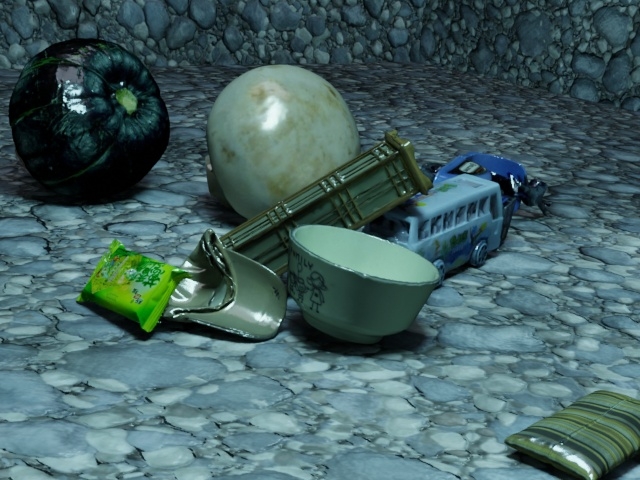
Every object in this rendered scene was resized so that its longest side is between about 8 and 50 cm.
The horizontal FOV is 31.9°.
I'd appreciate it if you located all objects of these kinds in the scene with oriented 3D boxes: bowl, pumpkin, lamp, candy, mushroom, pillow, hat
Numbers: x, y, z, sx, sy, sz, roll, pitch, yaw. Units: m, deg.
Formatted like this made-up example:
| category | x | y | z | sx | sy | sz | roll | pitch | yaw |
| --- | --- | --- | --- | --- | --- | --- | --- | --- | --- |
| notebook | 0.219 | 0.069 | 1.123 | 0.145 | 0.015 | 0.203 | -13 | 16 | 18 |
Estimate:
| category | x | y | z | sx | sy | sz | roll | pitch | yaw |
| --- | --- | --- | --- | --- | --- | --- | --- | --- | --- |
| bowl | 0.044 | 0.064 | 1.485 | 0.211 | 0.112 | 0.211 | 17 | 14 | -4 |
| pumpkin | -0.434 | -0.216 | 2.056 | 0.238 | 0.315 | 0.315 | -12 | 8 | 28 |
| lamp | -0.003 | -0.038 | 1.614 | 0.325 | 0.090 | 0.089 | -30 | 23 | -3 |
| candy | -0.254 | 0.059 | 1.495 | 0.178 | 0.032 | 0.102 | 17 | 63 | 46 |
| mushroom | -0.086 | -0.164 | 2.010 | 0.297 | 0.297 | 0.290 | -8 | -3 | -36 |
| pillow | 0.302 | 0.209 | 1.228 | 0.113 | 0.038 | 0.203 | 18 | 22 | 38 |
| hat | -0.132 | 0.085 | 1.505 | 0.175 | 0.085 | 0.147 | 27 | 62 | 11 |

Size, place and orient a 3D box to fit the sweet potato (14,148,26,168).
| category | x | y | z | sx | sy | sz | roll | pitch | yaw |
| --- | --- | --- | --- | --- | --- | --- | --- | --- | --- |
| sweet potato | -0.479 | -0.166 | 2.220 | 0.252 | 0.097 | 0.097 | -3 | 17 | -39 |

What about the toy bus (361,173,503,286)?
| category | x | y | z | sx | sy | sz | roll | pitch | yaw |
| --- | --- | --- | --- | --- | --- | --- | --- | --- | --- |
| toy bus | 0.183 | -0.015 | 1.783 | 0.109 | 0.136 | 0.330 | 17 | 22 | 30 |

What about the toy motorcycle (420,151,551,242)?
| category | x | y | z | sx | sy | sz | roll | pitch | yaw |
| --- | --- | --- | --- | --- | --- | --- | --- | --- | --- |
| toy motorcycle | 0.306 | -0.086 | 2.106 | 0.213 | 0.125 | 0.358 | 19 | 22 | 19 |
